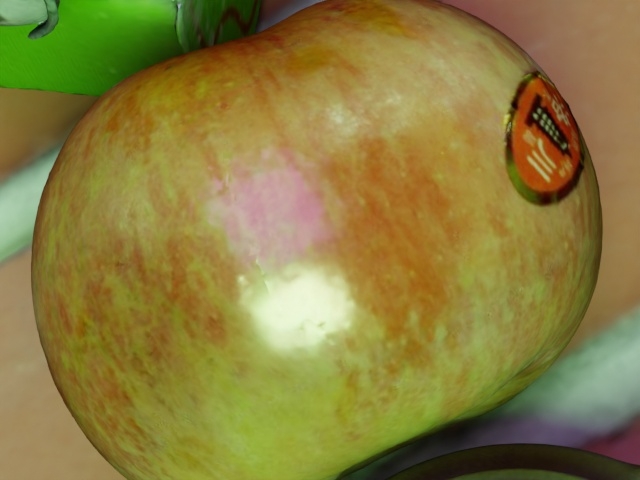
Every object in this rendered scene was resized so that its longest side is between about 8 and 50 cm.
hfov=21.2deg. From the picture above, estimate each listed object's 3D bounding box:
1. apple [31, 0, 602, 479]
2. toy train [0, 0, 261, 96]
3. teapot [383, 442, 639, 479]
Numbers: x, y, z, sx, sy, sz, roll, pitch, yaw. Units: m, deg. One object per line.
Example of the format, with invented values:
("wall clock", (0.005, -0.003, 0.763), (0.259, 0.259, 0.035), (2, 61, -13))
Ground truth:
("apple", (0.000, 0.000, 0.617), (0.209, 0.209, 0.164), (-27, 82, -3))
("toy train", (-0.096, -0.202, 0.699), (0.173, 0.249, 0.307), (7, 67, 9))
("teapot", (0.055, 0.161, 0.548), (0.185, 0.175, 0.267), (39, 77, 25))
